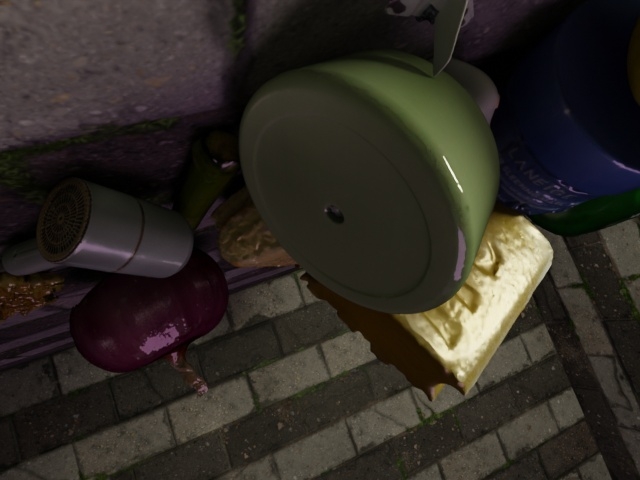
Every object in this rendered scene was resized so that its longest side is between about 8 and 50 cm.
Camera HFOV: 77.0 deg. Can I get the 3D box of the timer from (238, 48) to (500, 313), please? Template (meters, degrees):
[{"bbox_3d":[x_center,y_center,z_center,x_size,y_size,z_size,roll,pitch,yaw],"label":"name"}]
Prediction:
[{"bbox_3d":[0.109,-0.115,0.500,0.315,0.291,0.290,-43,-175,-31],"label":"timer"}]

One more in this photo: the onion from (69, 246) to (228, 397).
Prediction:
[{"bbox_3d":[-0.376,0.175,0.954,0.358,0.345,0.358,-44,160,-21],"label":"onion"}]

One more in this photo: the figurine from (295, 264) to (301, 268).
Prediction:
[{"bbox_3d":[0.010,-0.003,1.361,0.274,0.133,0.193,-27,-167,-25],"label":"figurine"}]

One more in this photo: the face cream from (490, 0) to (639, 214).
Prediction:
[{"bbox_3d":[0.375,-0.176,0.600,0.248,0.249,0.225,-18,173,-13],"label":"face cream"}]

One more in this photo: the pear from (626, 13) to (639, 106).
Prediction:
[{"bbox_3d":[0.530,-0.215,0.345,0.417,0.363,0.362,-23,172,9],"label":"pear"}]

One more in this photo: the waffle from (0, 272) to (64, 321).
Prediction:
[{"bbox_3d":[-0.641,0.119,0.790,0.290,0.051,0.291,-21,171,-3],"label":"waffle"}]

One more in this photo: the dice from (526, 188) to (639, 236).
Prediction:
[{"bbox_3d":[0.580,-0.197,0.819,0.286,0.300,0.297,-20,171,-24],"label":"dice"}]

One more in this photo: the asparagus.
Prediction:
[{"bbox_3d":[-0.178,-0.077,0.599,0.067,0.060,0.277,-33,-179,-36],"label":"asparagus"}]

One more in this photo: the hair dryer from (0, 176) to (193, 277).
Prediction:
[{"bbox_3d":[-0.377,0.012,0.597,0.356,0.108,0.173,-10,163,25],"label":"hair dryer"}]

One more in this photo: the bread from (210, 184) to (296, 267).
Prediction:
[{"bbox_3d":[-0.012,-0.049,0.811,0.236,0.165,0.375,-27,169,25],"label":"bread"}]

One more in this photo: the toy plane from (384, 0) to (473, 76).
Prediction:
[{"bbox_3d":[0.129,-0.235,0.277,0.159,0.083,0.234,-5,151,-26],"label":"toy plane"}]

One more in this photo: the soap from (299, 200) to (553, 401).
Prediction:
[{"bbox_3d":[0.186,0.045,0.677,0.335,0.293,0.156,-40,170,-27],"label":"soap"}]
